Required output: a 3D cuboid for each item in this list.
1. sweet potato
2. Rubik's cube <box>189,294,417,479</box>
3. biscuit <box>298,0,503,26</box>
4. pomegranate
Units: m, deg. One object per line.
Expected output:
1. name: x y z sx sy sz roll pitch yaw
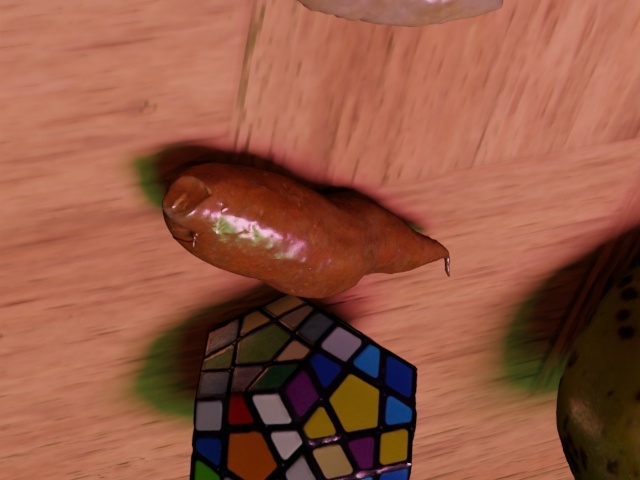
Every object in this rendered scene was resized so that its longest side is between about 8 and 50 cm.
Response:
1. sweet potato: 0.000 0.000 0.637 0.195 0.056 0.056 10 132 -48
2. Rubik's cube: -0.008 0.093 0.700 0.112 0.133 0.133 -57 142 0
3. biscuit: 0.014 -0.155 0.455 0.133 0.032 0.250 -19 146 -11
4. pomegranate: 0.238 0.104 0.814 0.211 0.211 0.263 -22 175 -7
